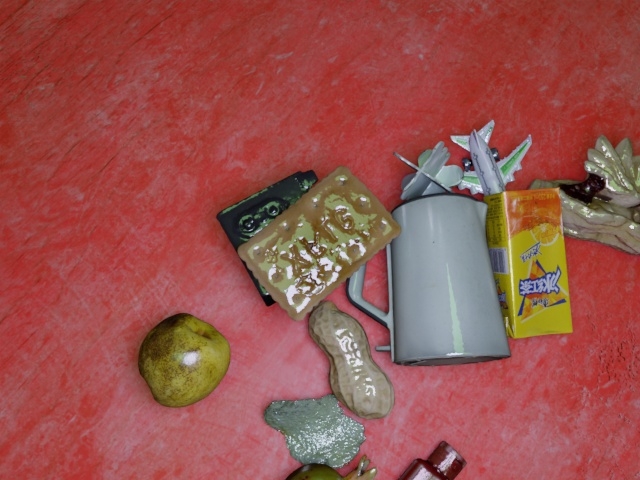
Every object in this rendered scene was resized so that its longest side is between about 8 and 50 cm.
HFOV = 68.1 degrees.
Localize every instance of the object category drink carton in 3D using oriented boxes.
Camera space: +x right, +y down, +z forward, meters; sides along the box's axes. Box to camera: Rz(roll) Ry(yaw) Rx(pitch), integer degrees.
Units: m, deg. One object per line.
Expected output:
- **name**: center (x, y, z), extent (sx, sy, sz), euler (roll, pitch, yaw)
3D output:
- **drink carton**: center (0.507, 0.053, 1.161), extent (0.155, 0.111, 0.350), euler (-5, 89, -6)

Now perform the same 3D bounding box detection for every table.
- **table**: center (0.265, -0.163, 1.181), extent (0.167, 0.198, 0.166), euler (0, 89, 21)

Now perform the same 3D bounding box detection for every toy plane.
- **toy plane**: center (0.448, -0.183, 1.269), extent (0.251, 0.101, 0.255), euler (-19, 87, 14)

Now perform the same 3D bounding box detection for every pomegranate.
- **pomegranate**: center (0.011, 0.545, 0.974), extent (0.198, 0.198, 0.246), euler (40, 101, 8)

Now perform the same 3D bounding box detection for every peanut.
- **peanut**: center (0.064, 0.279, 1.108), extent (0.136, 0.120, 0.298), euler (-30, 73, 9)

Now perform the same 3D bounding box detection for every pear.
- **pear**: center (-0.307, 0.270, 1.052), extent (0.198, 0.197, 0.197), euler (1, 73, -3)

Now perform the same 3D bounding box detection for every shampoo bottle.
- **shampoo bottle**: center (0.198, 0.587, 1.043), extent (0.314, 0.076, 0.118), euler (-43, 89, -14)

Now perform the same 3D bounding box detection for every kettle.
- **kettle**: center (0.237, 0.104, 1.134), extent (0.361, 0.250, 0.376), euler (-10, 70, 23)

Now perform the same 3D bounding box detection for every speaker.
- **speaker**: center (-0.078, -0.003, 1.148), extent (0.254, 0.184, 0.232), euler (-29, 77, -10)

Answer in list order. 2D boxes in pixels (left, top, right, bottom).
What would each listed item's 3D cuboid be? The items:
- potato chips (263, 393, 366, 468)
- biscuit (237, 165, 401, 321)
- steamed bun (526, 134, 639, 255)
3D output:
- **potato chips**: center (-0.016, 0.427, 1.087), extent (0.228, 0.059, 0.167), euler (44, 82, 0)
- **biscuit**: center (0.000, 0.000, 1.041), extent (0.325, 0.044, 0.217), euler (-39, 85, -11)
- **steamed bun**: center (0.774, -0.120, 1.242), extent (0.428, 0.189, 0.247), euler (21, 66, 3)
